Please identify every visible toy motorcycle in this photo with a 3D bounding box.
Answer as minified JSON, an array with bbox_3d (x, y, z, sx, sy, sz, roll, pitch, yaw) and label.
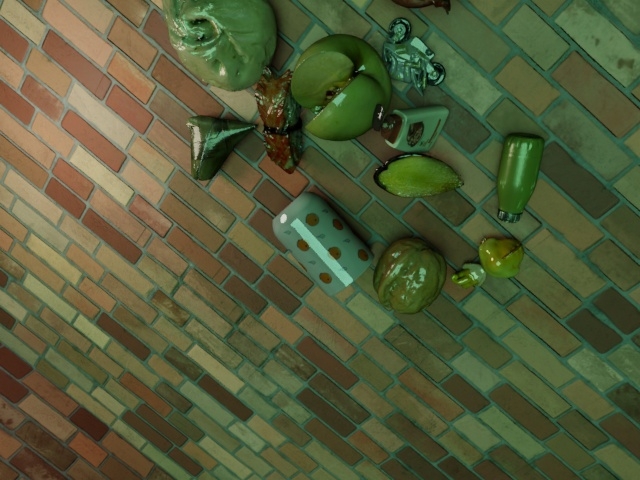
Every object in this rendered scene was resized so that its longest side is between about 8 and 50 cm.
[{"bbox_3d":[0.248,-0.519,1.388,0.152,0.073,0.225,-37,97,26],"label":"toy motorcycle"}]

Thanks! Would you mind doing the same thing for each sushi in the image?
[{"bbox_3d":[-0.122,-0.371,1.497,0.124,0.129,0.332,9,135,17],"label":"sushi"}]

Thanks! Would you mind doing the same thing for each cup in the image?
[{"bbox_3d":[0.000,0.000,1.593,0.212,0.212,0.317,-38,97,25],"label":"cup"}]

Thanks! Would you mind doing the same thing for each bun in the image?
[{"bbox_3d":[-0.294,-0.623,1.407,0.326,0.234,0.361,-18,113,15],"label":"bun"}]

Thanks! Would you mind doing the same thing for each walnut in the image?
[{"bbox_3d":[0.285,0.122,1.562,0.224,0.257,0.257,43,121,32],"label":"walnut"}]

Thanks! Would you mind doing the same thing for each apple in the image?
[{"bbox_3d":[0.055,-0.427,1.361,0.292,0.292,0.254,47,144,-7],"label":"apple"}]

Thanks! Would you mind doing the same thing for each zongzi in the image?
[{"bbox_3d":[-0.324,-0.302,1.609,0.242,0.112,0.220,9,112,10],"label":"zongzi"}]

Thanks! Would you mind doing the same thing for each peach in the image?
[{"bbox_3d":[0.305,-0.211,1.476,0.280,0.068,0.189,8,148,-3],"label":"peach"}]

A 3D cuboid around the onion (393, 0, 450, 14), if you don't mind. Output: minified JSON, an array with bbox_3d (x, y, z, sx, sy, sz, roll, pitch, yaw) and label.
[{"bbox_3d":[0.272,-0.748,1.169,0.354,0.353,0.353,5,113,13],"label":"onion"}]

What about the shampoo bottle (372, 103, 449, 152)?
[{"bbox_3d":[0.244,-0.327,1.362,0.071,0.284,0.153,45,124,31],"label":"shampoo bottle"}]

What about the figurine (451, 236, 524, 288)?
[{"bbox_3d":[0.544,0.076,1.536,0.156,0.131,0.246,51,127,8],"label":"figurine"}]

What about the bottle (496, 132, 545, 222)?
[{"bbox_3d":[0.583,-0.182,1.416,0.112,0.112,0.259,8,114,12],"label":"bottle"}]
